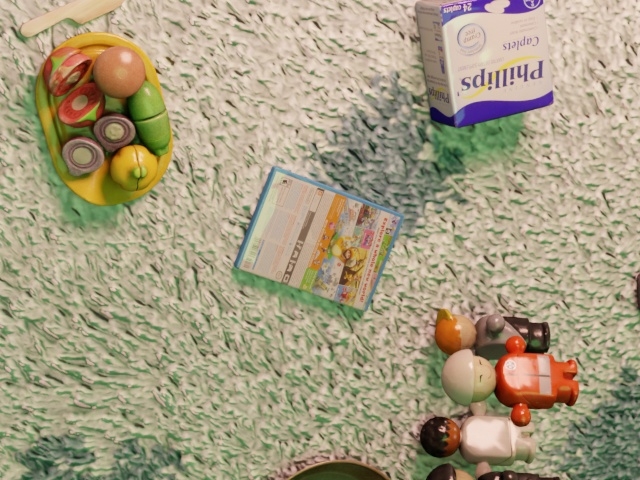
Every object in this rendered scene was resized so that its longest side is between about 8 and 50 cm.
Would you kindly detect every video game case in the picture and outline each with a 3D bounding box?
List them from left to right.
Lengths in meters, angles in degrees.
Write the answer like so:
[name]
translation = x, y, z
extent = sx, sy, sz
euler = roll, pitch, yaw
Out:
[video game case]
translation = 0.000, 0.000, 1.447
extent = 0.166, 0.015, 0.119
euler = 20, 94, -23

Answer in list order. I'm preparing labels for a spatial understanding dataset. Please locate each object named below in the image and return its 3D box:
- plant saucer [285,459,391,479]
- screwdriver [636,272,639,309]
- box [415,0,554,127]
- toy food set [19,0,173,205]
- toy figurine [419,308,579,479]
[plant saucer]
translation = 0.005, 0.342, 1.519
extent = 0.199, 0.036, 0.198
euler = -5, 104, -19
[screwdriver]
translation = 0.413, 0.117, 1.627
extent = 0.025, 0.024, 0.170
euler = -11, 110, 12
[box]
translation = 0.181, -0.205, 1.435
extent = 0.126, 0.072, 0.137
euler = -15, 108, -16
[toy food set]
translation = -0.214, -0.135, 1.303
extent = 0.128, 0.071, 0.218
euler = -20, 108, -15
[toy figurine]
translation = 0.186, 0.192, 1.460
extent = 0.148, 0.209, 0.213
euler = 3, 108, -5
